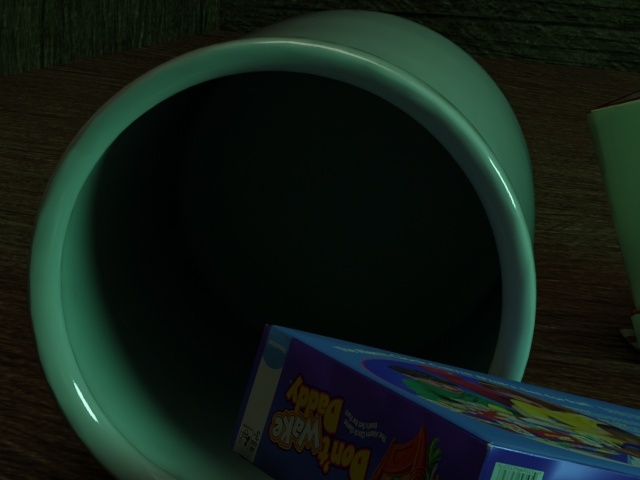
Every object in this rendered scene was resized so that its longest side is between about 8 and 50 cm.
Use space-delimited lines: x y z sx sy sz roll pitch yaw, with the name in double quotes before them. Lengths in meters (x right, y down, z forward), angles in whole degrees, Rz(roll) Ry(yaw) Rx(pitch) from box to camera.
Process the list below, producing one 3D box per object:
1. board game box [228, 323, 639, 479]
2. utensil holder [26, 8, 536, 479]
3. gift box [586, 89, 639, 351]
"board game box" 0.155 0.145 1.085 0.347 0.078 0.233 15 5 -31
"utensil holder" 0.000 0.000 1.384 0.327 0.327 0.385 3 12 8
"gift box" 0.385 -0.026 1.667 0.276 0.258 0.255 -13 5 38
